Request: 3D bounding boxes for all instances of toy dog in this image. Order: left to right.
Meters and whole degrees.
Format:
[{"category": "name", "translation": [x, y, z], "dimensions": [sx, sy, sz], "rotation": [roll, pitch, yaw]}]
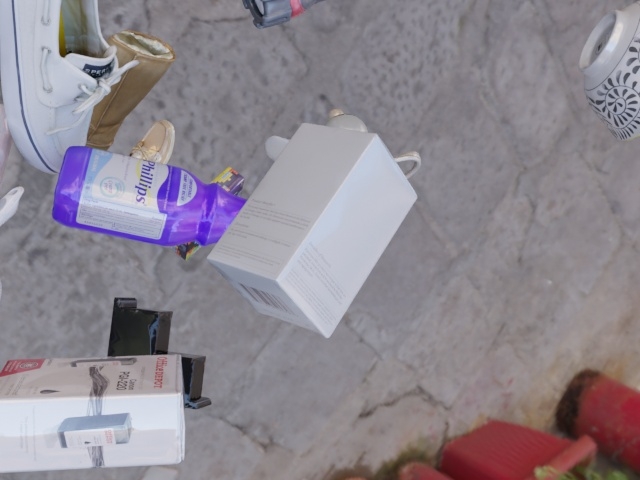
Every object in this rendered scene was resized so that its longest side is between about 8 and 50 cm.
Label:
[{"category": "toy dog", "translation": [-0.005, -0.123, 1.539], "dimensions": [0.220, 0.160, 0.334], "rotation": [7, 142, -41]}]

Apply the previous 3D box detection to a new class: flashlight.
[{"category": "flashlight", "translation": [0.026, -0.426, 1.402], "dimensions": [0.304, 0.103, 0.103], "rotation": [-22, 130, -16]}]

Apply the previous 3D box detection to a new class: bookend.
[{"category": "bookend", "translation": [-0.248, 0.174, 1.385], "dimensions": [0.072, 0.156, 0.157], "rotation": [20, 75, -78]}]

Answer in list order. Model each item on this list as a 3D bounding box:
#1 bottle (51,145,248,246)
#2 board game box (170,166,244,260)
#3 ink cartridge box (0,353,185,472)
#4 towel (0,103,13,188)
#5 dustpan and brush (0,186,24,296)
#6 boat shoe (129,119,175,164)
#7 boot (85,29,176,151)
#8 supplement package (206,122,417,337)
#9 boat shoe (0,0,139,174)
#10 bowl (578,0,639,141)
[{"category": "bottle", "translation": [-0.225, -0.051, 1.237], "dimensions": [0.283, 0.118, 0.092], "rotation": [12, 138, -13]}, {"category": "board game box", "translation": [-0.236, -0.055, 1.844], "dimensions": [0.170, 0.048, 0.141], "rotation": [-46, 170, -30]}, {"category": "ink cartridge box", "translation": [-0.270, 0.200, 1.042], "dimensions": [0.218, 0.158, 0.092], "rotation": [1, 99, -9]}, {"category": "towel", "translation": [-0.532, 0.000, 1.340], "dimensions": [0.054, 0.317, 0.331], "rotation": [14, 68, -19]}, {"category": "dustpan and brush", "translation": [-0.390, 0.028, 0.974], "dimensions": [0.211, 0.147, 0.060], "rotation": [-54, 146, -32]}, {"category": "boat shoe", "translation": [-0.332, -0.151, 1.661], "dimensions": [0.170, 0.063, 0.059], "rotation": [-63, 157, 8]}, {"category": "boot", "translation": [-0.435, -0.288, 1.649], "dimensions": [0.236, 0.089, 0.269], "rotation": [3, 144, -43]}, {"category": "supplement package", "translation": [-0.005, -0.014, 0.872], "dimensions": [0.179, 0.105, 0.105], "rotation": [-56, 134, -19]}, {"category": "boat shoe", "translation": [-0.322, -0.235, 1.174], "dimensions": [0.136, 0.157, 0.367], "rotation": [-56, 158, -51]}, {"category": "bowl", "translation": [0.336, -0.201, 0.964], "dimensions": [0.080, 0.170, 0.170], "rotation": [24, 96, -7]}]
